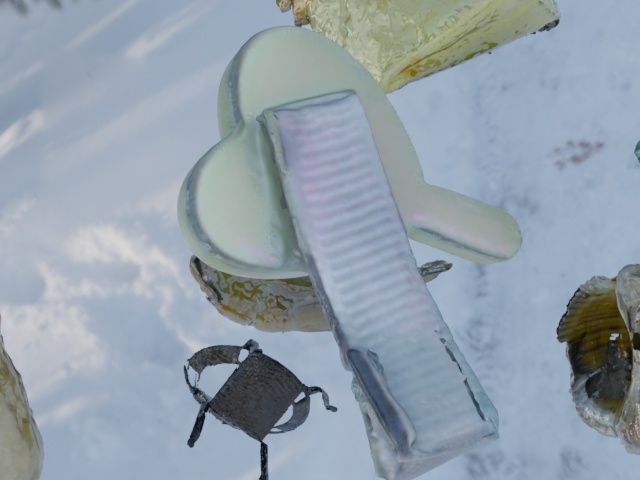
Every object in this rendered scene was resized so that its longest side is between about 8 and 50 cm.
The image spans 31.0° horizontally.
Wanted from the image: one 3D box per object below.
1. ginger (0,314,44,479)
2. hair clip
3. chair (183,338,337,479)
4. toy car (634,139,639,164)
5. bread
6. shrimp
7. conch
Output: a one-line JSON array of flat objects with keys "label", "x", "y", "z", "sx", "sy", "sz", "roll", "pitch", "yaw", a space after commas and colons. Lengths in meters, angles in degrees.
[{"label": "ginger", "x": -0.212, "y": -0.007, "z": 0.464, "sx": 0.294, "sy": 0.086, "sz": 0.131, "roll": 47, "pitch": 114, "yaw": 16}, {"label": "hair clip", "x": 0.023, "y": -0.002, "z": 0.533, "sx": 0.159, "sy": 0.218, "sz": 0.071, "roll": -15, "pitch": -16, "yaw": -25}, {"label": "chair", "x": -0.090, "y": 0.207, "z": 1.470, "sx": 0.149, "sy": 0.174, "sz": 0.213, "roll": -52, "pitch": 15, "yaw": 0}, {"label": "toy car", "x": 0.500, "y": -0.126, "z": 1.482, "sx": 0.186, "sy": 0.058, "sz": 0.093, "roll": -24, "pitch": 42, "yaw": 1}, {"label": "bread", "x": 0.058, "y": -0.231, "z": 0.953, "sx": 0.178, "sy": 0.135, "sz": 0.240, "roll": -37, "pitch": 65, "yaw": 17}, {"label": "shrimp", "x": -0.001, "y": 0.000, "z": 1.062, "sx": 0.253, "sy": 0.173, "sz": 0.058, "roll": -8, "pitch": -1, "yaw": -22}, {"label": "conch", "x": 0.349, "y": 0.133, "z": 1.265, "sx": 0.178, "sy": 0.245, "sz": 0.163, "roll": -9, "pitch": 23, "yaw": 25}]
